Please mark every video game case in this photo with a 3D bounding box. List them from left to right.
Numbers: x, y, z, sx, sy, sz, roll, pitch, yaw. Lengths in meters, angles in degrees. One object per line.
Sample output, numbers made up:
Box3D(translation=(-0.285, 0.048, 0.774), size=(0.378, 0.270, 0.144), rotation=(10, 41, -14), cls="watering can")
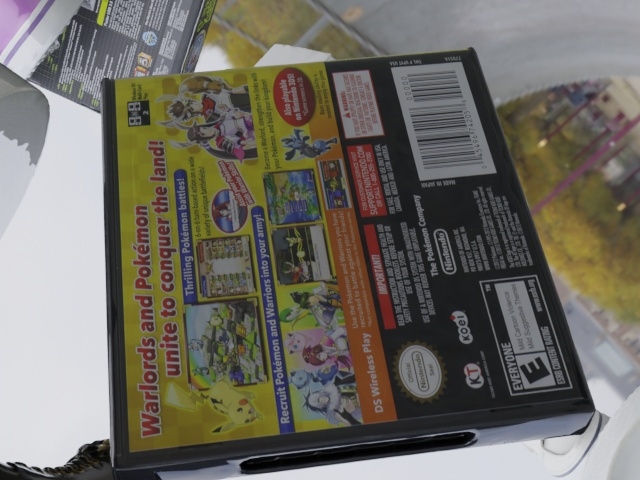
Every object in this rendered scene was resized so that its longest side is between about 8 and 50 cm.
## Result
Box3D(translation=(0.000, 0.000, 0.612), size=(0.035, 0.248, 0.275), rotation=(93, 170, -53), cls="video game case")

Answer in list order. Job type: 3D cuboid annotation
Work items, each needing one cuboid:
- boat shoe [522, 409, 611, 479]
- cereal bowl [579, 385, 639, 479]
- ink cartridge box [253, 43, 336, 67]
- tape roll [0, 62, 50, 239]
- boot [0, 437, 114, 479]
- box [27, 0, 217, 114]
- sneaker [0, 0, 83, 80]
Box3D(translation=(0.275, 0.215, 1.233), size=(0.088, 0.096, 0.267), rotation=(33, -175, -1), cls="boat shoe")
Box3D(translation=(0.330, 0.212, 0.816), size=(0.141, 0.339, 0.339), rotation=(36, -162, -28), cls="cereal bowl")
Box3D(translation=(-0.072, -0.085, 1.444), size=(0.131, 0.306, 0.226), rotation=(20, 152, 41), cls="ink cartridge box")
Box3D(translation=(-0.279, 0.064, 0.521), size=(0.072, 0.392, 0.392), rotation=(36, -164, -6), cls="tape roll")
Box3D(translation=(-0.147, 0.124, 0.522), size=(0.198, 0.077, 0.137), rotation=(56, -159, -21), cls="boot")
Box3D(translation=(-0.203, -0.254, 0.971), size=(0.216, 0.270, 0.060), rotation=(25, -145, 1), cls="box")
Box3D(translation=(-0.322, -0.176, 0.889), size=(0.161, 0.282, 0.102), rotation=(33, -133, -19), cls="sneaker")
